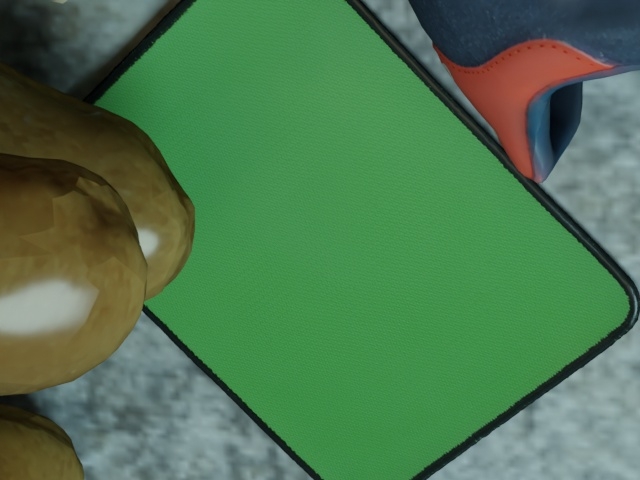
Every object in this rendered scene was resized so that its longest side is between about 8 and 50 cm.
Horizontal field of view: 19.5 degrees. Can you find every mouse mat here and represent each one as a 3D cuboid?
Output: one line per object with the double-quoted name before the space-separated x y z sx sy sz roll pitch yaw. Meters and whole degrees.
"mouse mat" 0.000 0.000 0.662 0.190 0.007 0.152 46 120 -7

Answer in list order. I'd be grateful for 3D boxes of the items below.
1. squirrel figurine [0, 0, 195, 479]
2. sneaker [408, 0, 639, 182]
"squirrel figurine" -0.229 -0.057 0.558 0.397 0.281 0.370 16 112 8
"sneaker" 0.183 -0.097 0.490 0.350 0.131 0.148 -9 112 32
